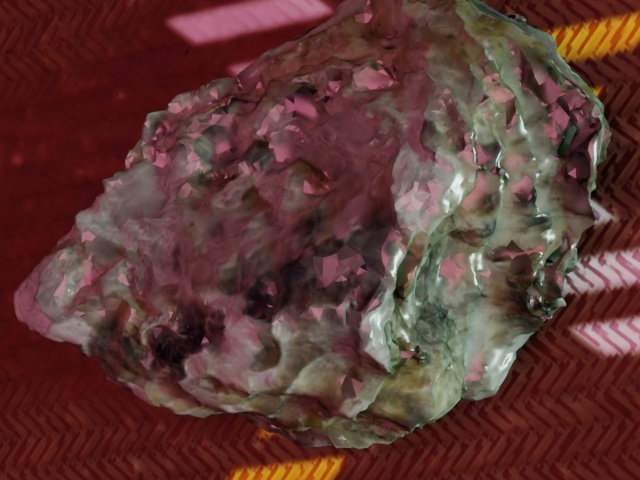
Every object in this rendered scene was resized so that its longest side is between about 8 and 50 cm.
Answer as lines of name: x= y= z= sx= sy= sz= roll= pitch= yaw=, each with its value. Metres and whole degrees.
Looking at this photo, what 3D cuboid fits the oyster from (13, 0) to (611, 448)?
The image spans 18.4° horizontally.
oyster: x=0.000 y=0.000 z=0.872 sx=0.267 sy=0.112 sz=0.198 roll=-47 pitch=73 yaw=18
